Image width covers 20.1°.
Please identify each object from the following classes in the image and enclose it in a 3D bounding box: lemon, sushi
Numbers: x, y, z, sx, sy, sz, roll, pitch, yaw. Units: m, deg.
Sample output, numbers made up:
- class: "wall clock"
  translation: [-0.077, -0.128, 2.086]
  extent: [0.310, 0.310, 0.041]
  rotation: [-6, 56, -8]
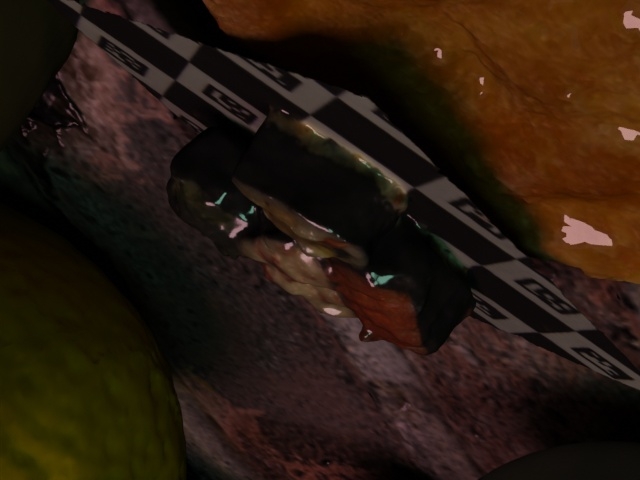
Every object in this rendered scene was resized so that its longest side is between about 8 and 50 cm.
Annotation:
- class: "lemon"
  translation: [-0.238, 0.119, 0.985]
  extent: [0.336, 0.336, 0.336]
  rotation: [22, 151, 13]
- class: "sushi"
  translation: [0.000, 0.000, 0.735]
  extent: [0.219, 0.047, 0.231]
  rotation: [23, 167, 48]

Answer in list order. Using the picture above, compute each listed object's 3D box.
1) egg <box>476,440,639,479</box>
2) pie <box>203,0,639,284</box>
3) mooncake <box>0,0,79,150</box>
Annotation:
- class: "egg"
  translation: [0.168, 0.192, 0.857]
  extent: [0.264, 0.183, 0.183]
  rotation: [11, 147, 18]
- class: "pie"
  translation: [0.091, -0.097, 0.570]
  extent: [0.339, 0.083, 0.339]
  rotation: [20, 151, 11]
- class: "mooncake"
  translation: [-0.259, -0.109, 0.786]
  extent: [0.284, 0.155, 0.284]
  rotation: [21, 152, 12]
